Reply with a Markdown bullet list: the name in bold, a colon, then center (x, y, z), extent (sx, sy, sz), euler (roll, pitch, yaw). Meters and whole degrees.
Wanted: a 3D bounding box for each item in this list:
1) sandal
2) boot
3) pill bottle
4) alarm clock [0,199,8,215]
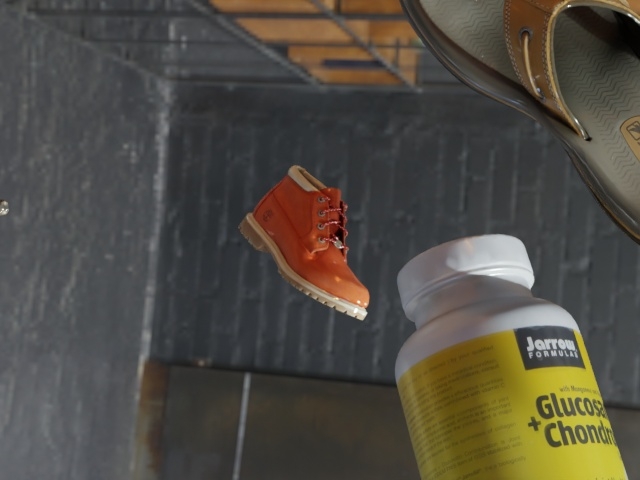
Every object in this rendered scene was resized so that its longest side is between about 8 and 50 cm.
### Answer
- **sandal**: center (0.125, -0.085, 0.624), extent (0.219, 0.090, 0.060), euler (53, -8, 17)
- **boot**: center (0.000, 0.000, 1.081), extent (0.085, 0.158, 0.059), euler (-52, 144, 9)
- **pill bottle**: center (0.098, 0.094, 0.674), extent (0.103, 0.103, 0.184), euler (55, 19, -65)
- **alarm clock**: center (-0.252, -0.004, 0.585), extent (0.129, 0.192, 0.064), euler (-52, 136, -50)
